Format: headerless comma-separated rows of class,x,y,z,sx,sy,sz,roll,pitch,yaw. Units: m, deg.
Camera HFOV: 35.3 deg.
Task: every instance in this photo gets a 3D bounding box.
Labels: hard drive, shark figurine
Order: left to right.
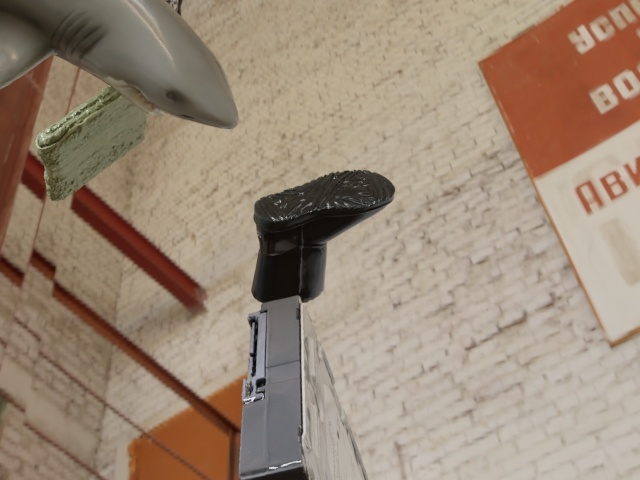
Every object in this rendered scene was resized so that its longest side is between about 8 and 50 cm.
shark figurine,-0.170,-0.138,0.438,0.278,0.166,0.116,3,-46,-34
hard drive,0.004,0.253,0.961,0.064,0.237,0.339,-15,-60,7

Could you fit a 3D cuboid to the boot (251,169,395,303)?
boot,0.000,0.000,1.672,0.246,0.094,0.207,-16,-43,-18

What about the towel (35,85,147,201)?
towel,-0.241,-0.113,1.080,0.027,0.148,0.110,36,-29,17

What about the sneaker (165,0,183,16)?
sneaker,-0.116,-0.304,0.889,0.447,0.169,0.258,-15,-88,37
